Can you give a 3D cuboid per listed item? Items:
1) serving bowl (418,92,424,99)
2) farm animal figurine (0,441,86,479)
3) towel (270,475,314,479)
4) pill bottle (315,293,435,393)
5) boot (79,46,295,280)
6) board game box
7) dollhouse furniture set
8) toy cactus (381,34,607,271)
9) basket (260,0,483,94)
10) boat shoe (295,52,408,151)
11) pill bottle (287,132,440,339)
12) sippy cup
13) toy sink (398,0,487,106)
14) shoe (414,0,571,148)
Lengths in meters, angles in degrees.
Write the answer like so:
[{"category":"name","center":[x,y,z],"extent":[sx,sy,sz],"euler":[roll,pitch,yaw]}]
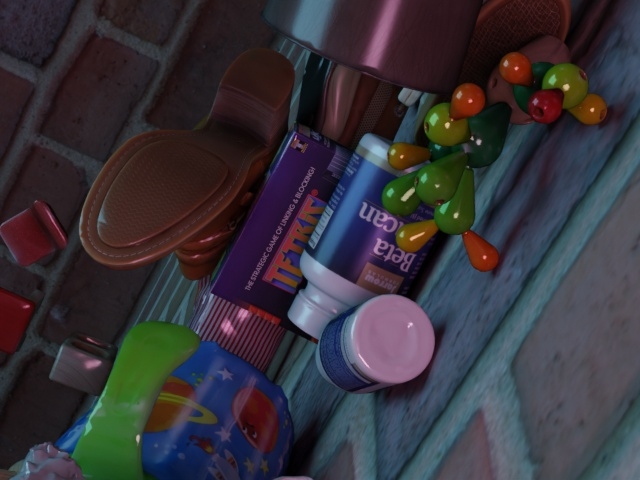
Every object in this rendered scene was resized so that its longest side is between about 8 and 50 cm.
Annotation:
[{"category":"serving bowl","center":[0.105,-0.177,1.383],"extent":[0.083,0.027,0.083],"euler":[-59,12,21]},{"category":"farm animal figurine","center":[-0.201,0.352,0.899],"extent":[0.327,0.172,0.330],"euler":[-108,31,-66]},{"category":"towel","center":[-0.137,0.316,0.692],"extent":[0.320,0.090,0.374],"euler":[-2,-65,-56]},{"category":"pill bottle","center":[0.036,0.082,1.001],"extent":[0.067,0.067,0.120],"euler":[-68,11,-18]},{"category":"boot","center":[-0.126,-0.030,1.215],"extent":[0.283,0.109,0.220],"euler":[-59,-7,-36]},{"category":"board game box","center":[0.000,0.000,1.171],"extent":[0.170,0.141,0.048],"euler":[-62,11,17]},{"category":"dollhouse furniture set","center":[-0.224,0.079,1.452],"extent":[0.152,0.374,0.201],"euler":[-141,76,-84]},{"category":"toy cactus","center":[0.131,-0.079,0.911],"extent":[0.180,0.112,0.219],"euler":[-49,-3,-35]},{"category":"basket","center":[0.066,-0.242,0.941],"extent":[0.204,0.154,0.227],"euler":[-109,37,-69]},{"category":"boat shoe","center":[0.024,-0.066,1.280],"extent":[0.122,0.120,0.324],"euler":[-146,73,-72]},{"category":"pill bottle","center":[0.041,0.004,1.091],"extent":[0.169,0.094,0.094],"euler":[-63,11,8]},{"category":"sippy cup","center":[-0.134,0.215,1.150],"extent":[0.305,0.240,0.224],"euler":[-42,11,41]},{"category":"toy sink","center":[0.099,-0.256,1.182],"extent":[0.153,0.131,0.234],"euler":[-55,0,42]},{"category":"shoe","center":[0.132,-0.147,1.052],"extent":[0.219,0.077,0.058],"euler":[127,160,-54]}]
